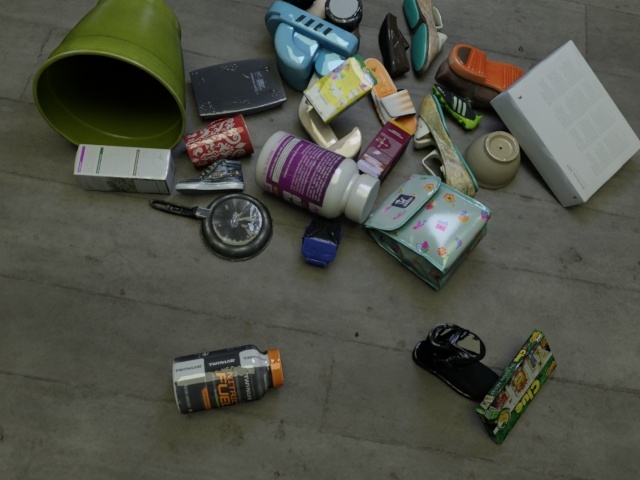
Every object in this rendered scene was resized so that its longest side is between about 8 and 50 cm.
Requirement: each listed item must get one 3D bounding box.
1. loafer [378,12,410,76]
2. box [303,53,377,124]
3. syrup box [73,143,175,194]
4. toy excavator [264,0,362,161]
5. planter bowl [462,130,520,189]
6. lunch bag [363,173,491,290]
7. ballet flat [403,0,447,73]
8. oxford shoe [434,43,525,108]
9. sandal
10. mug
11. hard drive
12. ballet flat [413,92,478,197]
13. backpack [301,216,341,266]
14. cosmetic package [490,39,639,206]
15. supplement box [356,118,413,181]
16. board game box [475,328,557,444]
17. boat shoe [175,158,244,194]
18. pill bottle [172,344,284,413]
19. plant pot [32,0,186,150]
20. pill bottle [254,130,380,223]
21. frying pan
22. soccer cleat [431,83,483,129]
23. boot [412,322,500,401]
[{"bbox_3d":[0.232,-0.599,1.761,0.078,0.080,0.220,1,73,-15],"label":"loafer"},{"bbox_3d":[0.055,-0.404,1.522,0.179,0.043,0.105,-35,87,5],"label":"box"},{"bbox_3d":[-0.515,-0.188,1.512,0.236,0.093,0.097,4,68,-4],"label":"syrup box"},{"bbox_3d":[-0.010,-0.474,1.638,0.432,0.222,0.445,28,82,5],"label":"toy excavator"},{"bbox_3d":[0.496,-0.241,1.619,0.161,0.109,0.162,2,68,-4],"label":"planter bowl"},{"bbox_3d":[0.275,-0.042,1.497,0.262,0.160,0.223,38,74,22],"label":"lunch bag"},{"bbox_3d":[0.336,-0.652,1.774,0.106,0.107,0.316,4,68,-18],"label":"ballet flat"},{"bbox_3d":[0.512,-0.453,1.707,0.363,0.132,0.130,25,59,-15],"label":"oxford shoe"},{"bbox_3d":[0.202,-0.424,1.661,0.101,0.076,0.265,-29,86,-18],"label":"sandal"},{"bbox_3d":[-0.283,-0.270,1.577,0.169,0.150,0.113,-21,108,-8],"label":"mug"},{"bbox_3d":[-0.238,-0.438,1.658,0.254,0.054,0.172,-14,70,-10],"label":"hard drive"},{"bbox_3d":[0.329,-0.262,1.616,0.123,0.123,0.349,-16,71,-11],"label":"ballet flat"},{"bbox_3d":[0.000,0.000,1.485,0.097,0.101,0.120,18,36,-2],"label":"backpack"},{"bbox_3d":[0.702,-0.330,1.623,0.284,0.097,0.377,-39,95,-20],"label":"cosmetic package"},{"bbox_3d":[0.167,-0.230,1.586,0.080,0.104,0.188,34,69,9],"label":"supplement box"},{"bbox_3d":[0.478,0.353,1.381,0.260,0.136,0.030,-46,36,-19],"label":"board game box"},{"bbox_3d":[-0.299,-0.171,1.537,0.183,0.065,0.083,-4,82,-15],"label":"boat shoe"},{"bbox_3d":[-0.210,0.314,1.322,0.245,0.130,0.131,-9,70,-9],"label":"pill bottle"},{"bbox_3d":[-0.516,-0.465,1.511,0.366,0.367,0.353,4,57,-4],"label":"plant pot"},{"bbox_3d":[-0.005,-0.157,1.488,0.301,0.169,0.169,24,68,14],"label":"pill bottle"},{"bbox_3d":[-0.273,-0.081,1.521,0.326,0.053,0.197,37,69,6],"label":"frying pan"},{"bbox_3d":[0.400,-0.403,1.677,0.179,0.060,0.072,43,96,-12],"label":"soccer cleat"},{"bbox_3d":[0.345,0.291,1.341,0.246,0.207,0.094,28,68,5],"label":"boot"}]
